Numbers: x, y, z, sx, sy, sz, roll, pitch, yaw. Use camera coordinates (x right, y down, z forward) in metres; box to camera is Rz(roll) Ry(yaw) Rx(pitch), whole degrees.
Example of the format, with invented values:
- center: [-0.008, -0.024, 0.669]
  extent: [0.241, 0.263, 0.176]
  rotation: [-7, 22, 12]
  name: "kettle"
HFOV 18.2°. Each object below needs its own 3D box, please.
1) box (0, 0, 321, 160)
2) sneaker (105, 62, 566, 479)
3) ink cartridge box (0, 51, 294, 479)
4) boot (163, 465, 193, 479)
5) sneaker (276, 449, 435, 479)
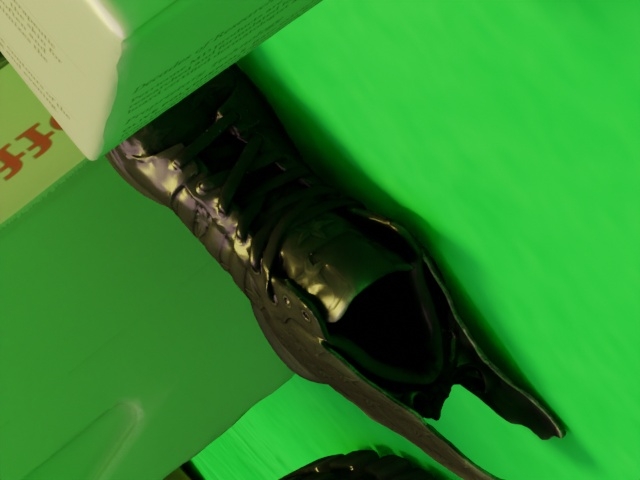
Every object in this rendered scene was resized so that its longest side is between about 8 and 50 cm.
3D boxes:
- center: [-0.035, -0.091, 0.402]
  extent: [0.101, 0.102, 0.087]
  rotation: [52, 165, 5]
  name: "box"
- center: [-0.002, 0.002, 0.599]
  extent: [0.170, 0.051, 0.089]
  rotation: [53, 164, -19]
  name: "sneaker"
- center: [-0.182, 0.006, 0.774]
  extent: [0.306, 0.226, 0.131]
  rotation: [29, 153, 50]
  name: "ink cartridge box"
- center: [-0.108, 0.132, 1.126]
  extent: [0.158, 0.059, 0.084]
  rotation: [53, 168, -5]
  name: "boot"
- center: [0.047, 0.190, 0.700]
  extent: [0.343, 0.134, 0.146]
  rotation: [29, 152, 52]
  name: "sneaker"
